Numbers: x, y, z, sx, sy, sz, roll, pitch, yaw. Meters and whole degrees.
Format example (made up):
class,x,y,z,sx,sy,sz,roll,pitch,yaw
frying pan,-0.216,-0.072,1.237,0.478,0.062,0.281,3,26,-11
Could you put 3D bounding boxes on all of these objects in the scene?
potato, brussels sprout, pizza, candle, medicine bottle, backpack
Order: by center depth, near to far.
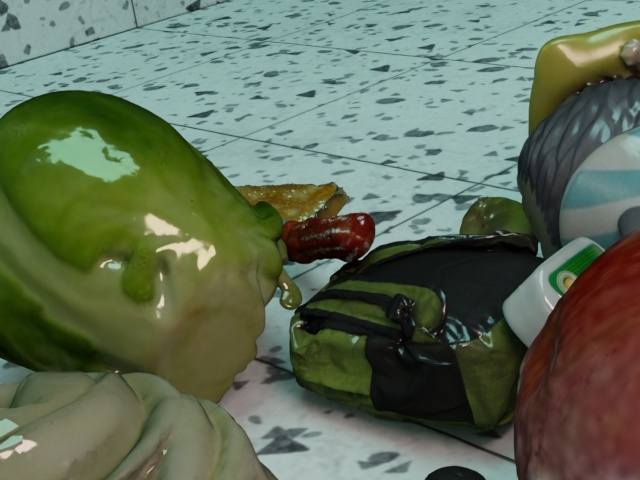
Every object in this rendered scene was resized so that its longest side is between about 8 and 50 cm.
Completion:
class,x,y,z,sx,sy,sz,roll,pitch,yaw
medicine bottle,0.238,0.089,0.929,0.183,0.069,0.119,49,40,12
backpack,0.091,0.077,1.055,0.253,0.140,0.207,1,22,37
brussels sprout,-0.209,0.013,1.138,0.276,0.315,0.371,-54,37,-3
candle,0.000,0.000,1.219,0.048,0.051,0.329,8,-3,-12
potato,0.196,0.002,1.276,0.091,0.070,0.138,-33,24,20
pizza,-0.074,-0.033,1.498,0.185,0.052,0.195,-31,35,-30

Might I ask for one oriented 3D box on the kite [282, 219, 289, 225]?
class,x,y,z,sx,sy,sz,roll,pitch,yaw
kite,-0.077,0.008,1.388,0.137,0.005,0.152,-17,45,-11

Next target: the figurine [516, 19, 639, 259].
class,x,y,z,sx,sy,sz,roll,pitch,yaw
figurine,0.387,-0.028,1.096,0.361,0.266,0.377,-21,46,10

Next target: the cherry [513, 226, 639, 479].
class,x,y,z,sx,sy,sz,roll,pitch,yaw
cherry,0.291,0.131,0.675,0.335,0.291,0.326,26,10,36

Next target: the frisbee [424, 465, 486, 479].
class,x,y,z,sx,sy,sz,roll,pitch,yaw
frisbee,0.065,0.238,0.838,0.187,0.012,0.211,-14,24,-12

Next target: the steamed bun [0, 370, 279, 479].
class,x,y,z,sx,sy,sz,roll,pitch,yaw
steamed bun,-0.162,0.206,0.684,0.368,0.255,0.342,-4,20,7
